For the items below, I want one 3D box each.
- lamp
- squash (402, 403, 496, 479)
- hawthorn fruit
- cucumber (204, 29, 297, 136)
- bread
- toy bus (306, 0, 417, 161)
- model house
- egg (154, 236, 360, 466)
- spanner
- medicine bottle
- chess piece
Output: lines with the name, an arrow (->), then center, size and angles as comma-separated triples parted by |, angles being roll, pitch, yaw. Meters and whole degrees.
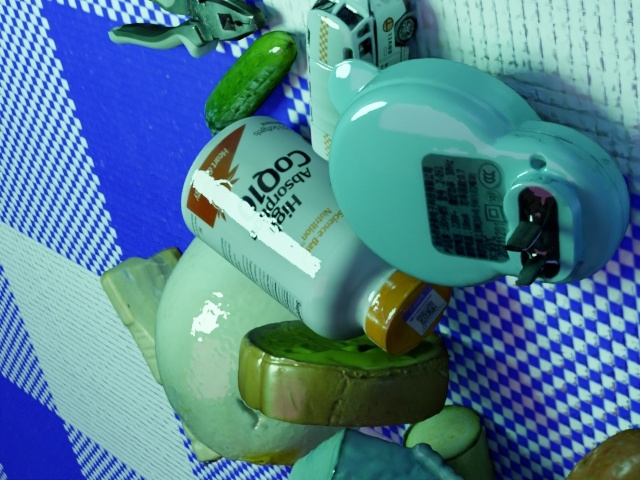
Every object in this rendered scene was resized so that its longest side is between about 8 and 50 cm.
lamp -> 0.130, -0.051, 1.106 | 0.284, 0.147, 0.209 | 29, 142, 43
squash -> 0.163, 0.294, 1.465 | 0.094, 0.094, 0.224 | 22, 141, 45
hawthorn fruit -> 0.275, 0.255, 1.174 | 0.149, 0.189, 0.149 | 160, 90, -87
cucumber -> -0.082, -0.171, 1.392 | 0.056, 0.056, 0.250 | 56, 148, 1
bread -> 0.026, 0.135, 1.354 | 0.236, 0.236, 0.070 | 14, 104, 49
toy bus -> 0.035, -0.155, 1.205 | 0.087, 0.089, 0.194 | 33, 141, 34
model house -> 0.080, 0.361, 1.394 | 0.249, 0.230, 0.280 | 21, 158, -7
egg -> -0.100, 0.143, 1.577 | 0.337, 0.201, 0.337 | 32, 140, 32
spanner -> -0.162, -0.256, 1.440 | 0.325, 0.040, 0.095 | 16, 132, 50
medicine bottle -> 0.000, 0.000, 1.334 | 0.289, 0.157, 0.157 | 37, 144, 30
chess piece -> -0.188, 0.152, 1.772 | 0.301, 0.137, 0.137 | 59, 150, -6
